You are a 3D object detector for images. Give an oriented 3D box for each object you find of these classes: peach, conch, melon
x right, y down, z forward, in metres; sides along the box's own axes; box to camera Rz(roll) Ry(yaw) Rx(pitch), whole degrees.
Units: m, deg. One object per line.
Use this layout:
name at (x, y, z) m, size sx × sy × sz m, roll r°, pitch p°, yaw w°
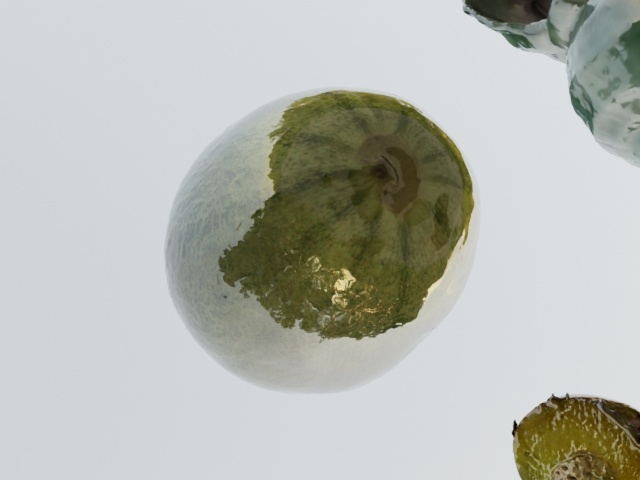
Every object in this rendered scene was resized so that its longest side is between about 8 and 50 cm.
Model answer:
peach at (0.159, 0.122, 0.712) m, size 0.061 × 0.098 × 0.098 m, roll -15°, pitch -112°, yaw -49°
conch at (0.188, -0.122, 0.658) m, size 0.195 × 0.220 × 0.277 m, roll 43°, pitch -150°, yaw -69°
melon at (0.000, 0.000, 1.059) m, size 0.249 × 0.329 × 0.248 m, roll 7°, pitch -113°, yaw -17°
